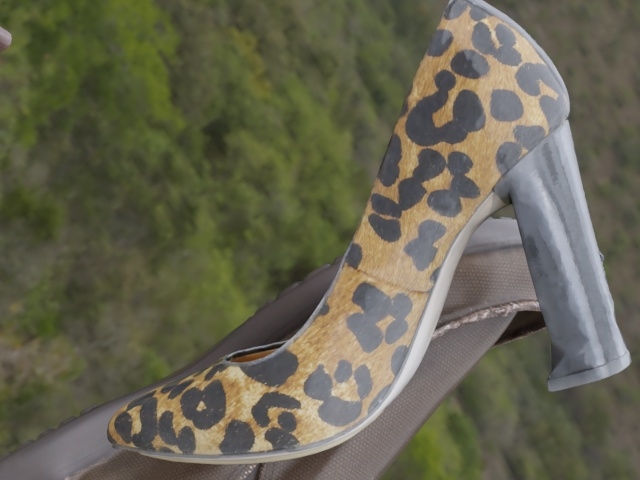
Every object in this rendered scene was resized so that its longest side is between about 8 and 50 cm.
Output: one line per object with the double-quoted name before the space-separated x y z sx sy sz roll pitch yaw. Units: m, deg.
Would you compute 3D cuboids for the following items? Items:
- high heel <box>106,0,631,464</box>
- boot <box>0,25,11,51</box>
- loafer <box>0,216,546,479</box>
"high heel" 0.000 0.000 0.807 0.093 0.261 0.186 -42 116 -75
"boot" -0.323 -0.214 1.480 0.207 0.248 0.090 28 67 -63
"loafer" -0.015 0.114 0.932 0.130 0.366 0.134 61 6 17
